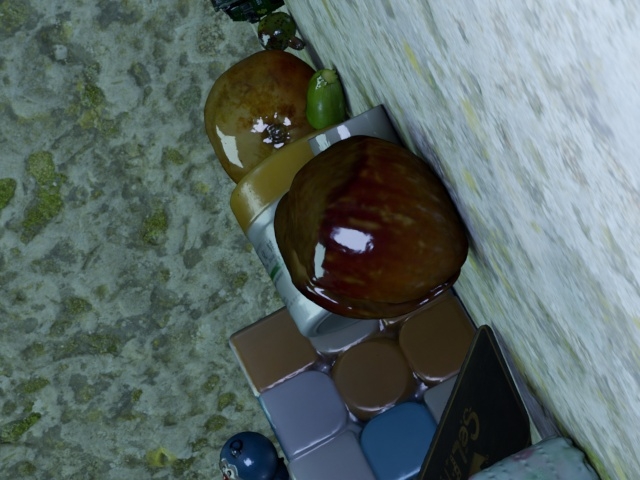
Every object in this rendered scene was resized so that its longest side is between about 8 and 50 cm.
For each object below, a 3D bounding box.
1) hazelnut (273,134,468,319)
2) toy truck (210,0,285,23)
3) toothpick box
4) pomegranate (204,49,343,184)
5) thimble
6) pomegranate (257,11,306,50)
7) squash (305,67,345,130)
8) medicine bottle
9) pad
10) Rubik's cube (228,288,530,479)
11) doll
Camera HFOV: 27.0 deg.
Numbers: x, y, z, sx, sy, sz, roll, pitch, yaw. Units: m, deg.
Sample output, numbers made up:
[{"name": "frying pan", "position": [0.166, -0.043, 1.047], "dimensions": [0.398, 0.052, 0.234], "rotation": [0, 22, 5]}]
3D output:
[{"name": "hazelnut", "position": [0.062, -0.019, 1.536], "dimensions": [0.218, 0.218, 0.234], "rotation": [63, 173, -24]}, {"name": "toy truck", "position": [-0.138, -0.441, 2.061], "dimensions": [0.088, 0.121, 0.259], "rotation": [63, 179, 31]}, {"name": "toothpick box", "position": [0.070, -0.070, 1.701], "dimensions": [0.181, 0.111, 0.111], "rotation": [63, 179, -4]}, {"name": "pomegranate", "position": [-0.077, -0.201, 2.321], "dimensions": [0.252, 0.229, 0.270], "rotation": [57, -174, -5]}, {"name": "thimble", "position": [0.269, 0.342, 1.551], "dimensions": [0.211, 0.149, 0.185], "rotation": [63, 177, -17]}, {"name": "pomegranate", "position": [-0.072, -0.356, 2.324], "dimensions": [0.085, 0.073, 0.073], "rotation": [62, 179, 10]}, {"name": "squash", "position": [0.009, -0.225, 2.107], "dimensions": [0.066, 0.066, 0.201], "rotation": [62, 172, 13]}, {"name": "medicine bottle", "position": [0.023, -0.014, 1.891], "dimensions": [0.232, 0.237, 0.238], "rotation": [61, 179, 14]}, {"name": "pad", "position": [0.202, 0.285, 1.669], "dimensions": [0.315, 0.063, 0.375], "rotation": [61, -139, -36]}, {"name": "Rubik's cube", "position": [0.104, 0.262, 2.097], "dimensions": [0.344, 0.346, 0.346], "rotation": [63, 179, 26]}, {"name": "doll", "position": [-0.096, 0.332, 1.964], "dimensions": [0.114, 0.085, 0.152], "rotation": [34, 173, 33]}]
